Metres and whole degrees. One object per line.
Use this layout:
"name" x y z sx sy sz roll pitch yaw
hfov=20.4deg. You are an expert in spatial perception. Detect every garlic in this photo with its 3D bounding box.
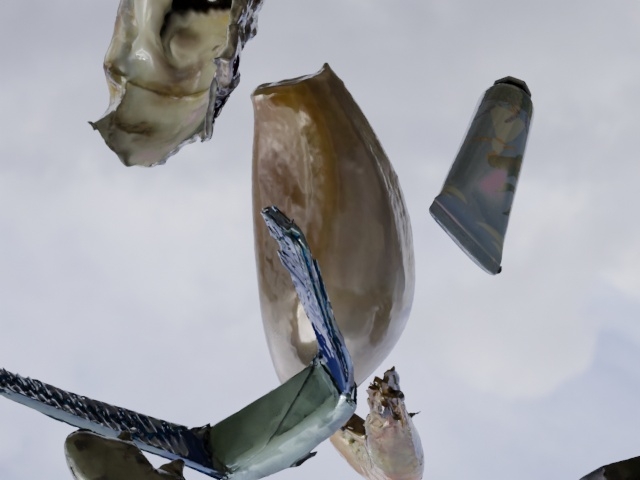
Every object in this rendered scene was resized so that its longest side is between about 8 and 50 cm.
"garlic" 0.009 0.001 1.597 0.143 0.318 0.112 -5 -175 7

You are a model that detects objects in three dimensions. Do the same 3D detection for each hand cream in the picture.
"hand cream" 0.152 -0.067 1.617 0.088 0.055 0.256 47 -144 -17

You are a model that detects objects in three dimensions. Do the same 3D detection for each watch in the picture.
"watch" -0.108 0.122 1.457 0.276 0.274 0.068 -26 -127 -3

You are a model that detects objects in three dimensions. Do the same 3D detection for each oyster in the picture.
"oyster" -0.110 -0.187 1.518 0.100 0.271 0.275 35 175 -41

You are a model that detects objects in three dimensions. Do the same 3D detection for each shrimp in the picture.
"shrimp" 0.055 0.194 1.896 0.150 0.248 0.068 36 -117 12

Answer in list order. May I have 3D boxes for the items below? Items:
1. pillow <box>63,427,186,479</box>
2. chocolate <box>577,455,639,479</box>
"pillow" -0.104 0.234 1.332 0.093 0.051 0.241 -31 -90 -40
"chocolate" 0.322 0.299 1.581 0.206 0.224 0.177 12 -126 -34
